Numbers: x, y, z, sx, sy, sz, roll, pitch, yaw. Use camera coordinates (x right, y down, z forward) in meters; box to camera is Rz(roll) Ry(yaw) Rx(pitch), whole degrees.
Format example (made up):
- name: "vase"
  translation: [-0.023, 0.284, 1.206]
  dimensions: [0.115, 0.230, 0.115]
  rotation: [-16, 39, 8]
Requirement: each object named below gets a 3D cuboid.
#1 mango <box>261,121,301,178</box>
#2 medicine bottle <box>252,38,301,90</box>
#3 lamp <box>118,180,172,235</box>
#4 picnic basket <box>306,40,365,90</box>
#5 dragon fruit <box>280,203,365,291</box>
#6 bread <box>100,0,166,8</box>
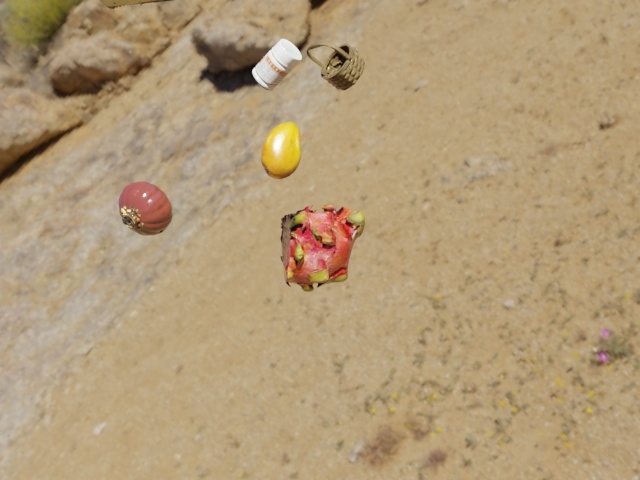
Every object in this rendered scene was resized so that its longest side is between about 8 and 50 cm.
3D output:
- name: "mango"
  translation: [-0.055, -0.134, 1.251]
  dimensions: [0.089, 0.060, 0.046]
  rotation: [-70, 14, -13]
- name: "medicine bottle"
  translation: [-0.085, -0.340, 1.640]
  dimensions: [0.089, 0.057, 0.057]
  rotation: [-41, 22, 27]
- name: "lamp"
  translation: [-0.304, -0.055, 1.468]
  dimensions: [0.101, 0.101, 0.090]
  rotation: [-21, 21, 43]
- name: "picnic basket"
  translation: [0.020, -0.273, 1.275]
  dimensions: [0.072, 0.083, 0.072]
  rotation: [-36, 37, 34]
- name: "dragon fruit"
  translation: [0.000, 0.000, 1.394]
  dimensions: [0.208, 0.150, 0.133]
  rotation: [-30, -25, -43]
- name: "bread"
  translation: [-0.314, -0.438, 1.262]
  dimensions: [0.135, 0.240, 0.178]
  rotation: [-42, 48, -2]
